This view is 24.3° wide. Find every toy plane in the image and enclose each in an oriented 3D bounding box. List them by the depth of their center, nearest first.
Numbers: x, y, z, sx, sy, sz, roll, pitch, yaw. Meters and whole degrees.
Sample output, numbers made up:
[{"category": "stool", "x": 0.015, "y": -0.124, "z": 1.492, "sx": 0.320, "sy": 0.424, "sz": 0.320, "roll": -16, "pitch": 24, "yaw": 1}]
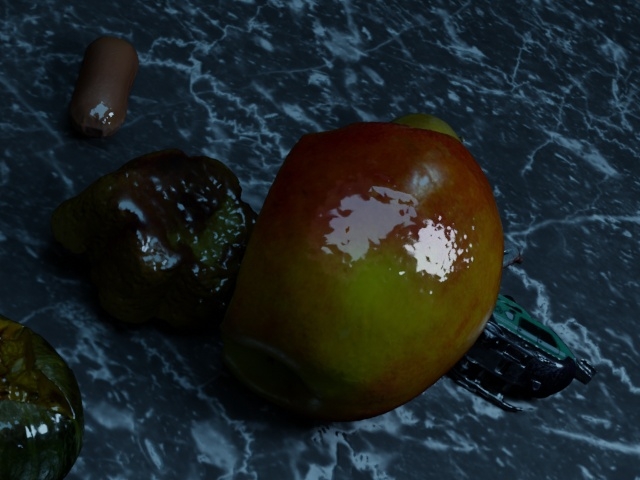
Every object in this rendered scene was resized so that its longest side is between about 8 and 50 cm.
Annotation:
[{"category": "toy plane", "x": 0.205, "y": 0.102, "z": 1.979, "sx": 0.381, "sy": 0.106, "sz": 0.155, "roll": 30, "pitch": 35, "yaw": 1}]

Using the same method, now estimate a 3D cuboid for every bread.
[{"category": "bread", "x": -0.184, "y": -0.003, "z": 1.827, "sx": 0.246, "sy": 0.135, "sz": 0.232, "roll": -25, "pitch": 78, "yaw": -46}]

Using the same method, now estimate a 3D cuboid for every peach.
[{"category": "peach", "x": 0.071, "y": 0.024, "z": 1.788, "sx": 0.306, "sy": 0.242, "sz": 0.380, "roll": 28, "pitch": 61, "yaw": 1}]

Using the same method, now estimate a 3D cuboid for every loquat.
[{"category": "loquat", "x": 0.138, "y": -0.118, "z": 2.128, "sx": 0.141, "sy": 0.141, "sz": 0.141, "roll": 16, "pitch": 43, "yaw": -16}]

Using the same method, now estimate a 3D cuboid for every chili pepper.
[{"category": "chili pepper", "x": 0.233, "y": 0.018, "z": 2.117, "sx": 0.153, "sy": 0.041, "sz": 0.050, "roll": 2, "pitch": 91, "yaw": -29}]

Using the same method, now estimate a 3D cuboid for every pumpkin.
[{"category": "pumpkin", "x": -0.359, "y": 0.178, "z": 1.528, "sx": 0.238, "sy": 0.159, "sz": 0.238, "roll": 25, "pitch": 31, "yaw": -16}]

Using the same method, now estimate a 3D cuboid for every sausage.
[{"category": "sausage", "x": -0.292, "y": -0.208, "z": 2.013, "sx": 0.077, "sy": 0.077, "sz": 0.194, "roll": 19, "pitch": 43, "yaw": -13}]
